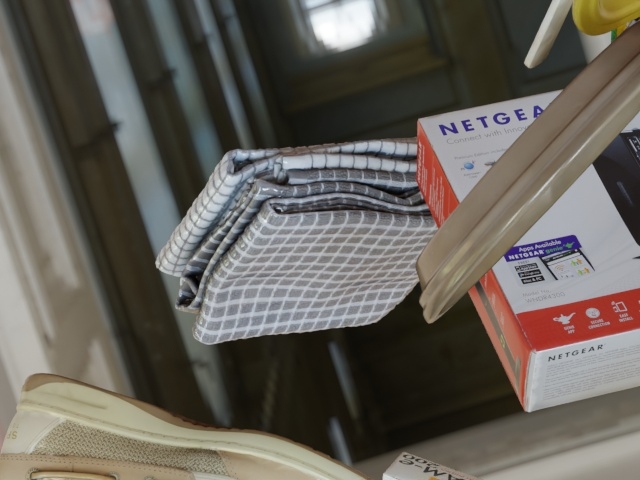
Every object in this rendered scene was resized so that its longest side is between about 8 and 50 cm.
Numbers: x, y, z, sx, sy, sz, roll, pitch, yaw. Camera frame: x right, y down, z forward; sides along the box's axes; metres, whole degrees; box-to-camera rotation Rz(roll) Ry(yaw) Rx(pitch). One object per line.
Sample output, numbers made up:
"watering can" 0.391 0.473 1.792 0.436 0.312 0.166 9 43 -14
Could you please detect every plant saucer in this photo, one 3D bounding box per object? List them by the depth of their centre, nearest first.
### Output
"plant saucer" 0.158 -0.054 1.256 0.278 0.041 0.278 -47 173 -7

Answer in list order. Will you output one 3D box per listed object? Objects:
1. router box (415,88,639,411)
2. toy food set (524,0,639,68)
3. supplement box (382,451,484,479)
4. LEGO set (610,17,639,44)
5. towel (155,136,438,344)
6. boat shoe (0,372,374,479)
"router box" 0.287 -0.016 1.612 0.335 0.082 0.301 -12 -133 -11
"toy food set" 0.214 -0.223 1.321 0.218 0.071 0.128 -27 148 -38
"supplement box" 0.070 0.200 1.213 0.062 0.098 0.036 18 -154 19
"LEGO set" 0.449 -0.248 1.835 0.192 0.331 0.255 -47 -158 56
"towel" 0.000 0.000 1.860 0.283 0.121 0.235 -4 152 -31
"boat shoe" -0.089 0.206 1.429 0.341 0.110 0.122 16 161 9
